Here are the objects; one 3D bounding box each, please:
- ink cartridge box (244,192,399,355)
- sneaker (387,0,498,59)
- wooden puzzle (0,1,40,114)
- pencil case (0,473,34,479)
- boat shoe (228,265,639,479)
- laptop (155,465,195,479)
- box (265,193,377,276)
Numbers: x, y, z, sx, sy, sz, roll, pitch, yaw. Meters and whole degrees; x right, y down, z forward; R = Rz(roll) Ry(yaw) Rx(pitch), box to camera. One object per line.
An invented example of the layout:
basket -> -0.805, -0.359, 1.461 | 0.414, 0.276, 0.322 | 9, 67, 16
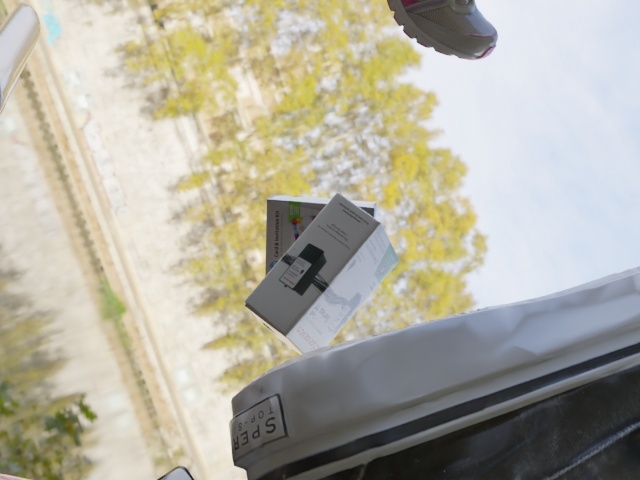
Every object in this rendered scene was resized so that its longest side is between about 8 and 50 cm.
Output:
ink cartridge box -> 0.006, 0.058, 1.301 | 0.087, 0.208, 0.153 | 37, -8, 26
sneaker -> 0.126, -0.321, 1.049 | 0.252, 0.103, 0.111 | 51, -46, 3
wooden puzzle -> -0.415, -0.082, 0.979 | 0.347, 0.081, 0.322 | -59, -159, 17
pencil case -> -0.303, 0.240, 0.701 | 0.284, 0.124, 0.124 | 24, 31, -51
boat shoe -> 0.123, 0.082, 0.392 | 0.121, 0.335, 0.119 | -43, -118, 60
laptop -> -0.185, 0.419, 0.729 | 0.408, 0.382, 0.236 | 50, -18, 25
box -> 0.000, 0.000, 1.552 | 0.038, 0.186, 0.145 | -55, 150, -69
